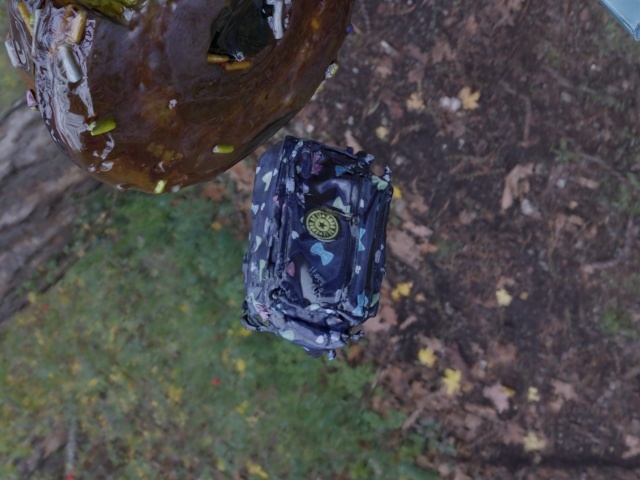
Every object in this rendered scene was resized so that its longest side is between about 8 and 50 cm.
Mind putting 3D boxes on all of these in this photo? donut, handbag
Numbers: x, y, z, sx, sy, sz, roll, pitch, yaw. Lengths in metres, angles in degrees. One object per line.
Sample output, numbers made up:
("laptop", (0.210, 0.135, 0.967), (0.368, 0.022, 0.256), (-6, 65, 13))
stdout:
("donut", (-0.073, -0.139, 0.581), (0.096, 0.230, 0.216), (38, -179, 25))
("handbag", (0.000, 0.000, 1.187), (0.162, 0.260, 0.113), (18, 155, -23))

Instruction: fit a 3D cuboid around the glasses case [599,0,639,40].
("glasses case", (0.245, -0.296, 0.900), (0.105, 0.056, 0.266), (-47, 56, 25))
